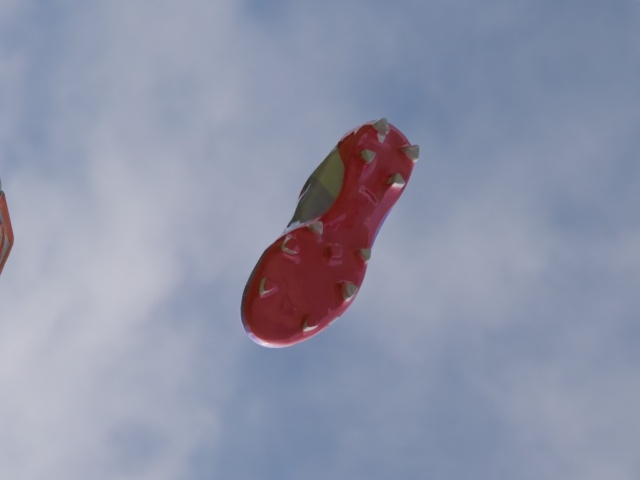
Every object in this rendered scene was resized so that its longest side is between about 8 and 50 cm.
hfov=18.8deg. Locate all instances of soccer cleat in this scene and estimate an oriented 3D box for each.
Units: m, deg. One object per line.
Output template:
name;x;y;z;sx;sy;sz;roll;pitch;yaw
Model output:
soccer cleat;0.000;0.000;1.583;0.095;0.083;0.248;-34;-159;54

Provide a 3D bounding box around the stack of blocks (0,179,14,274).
stack of blocks;-0.234;-0.046;0.938;0.087;0.297;0.171;7;-133;9
